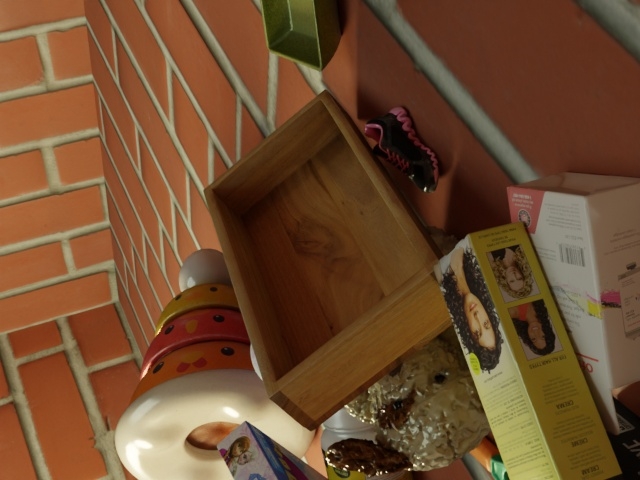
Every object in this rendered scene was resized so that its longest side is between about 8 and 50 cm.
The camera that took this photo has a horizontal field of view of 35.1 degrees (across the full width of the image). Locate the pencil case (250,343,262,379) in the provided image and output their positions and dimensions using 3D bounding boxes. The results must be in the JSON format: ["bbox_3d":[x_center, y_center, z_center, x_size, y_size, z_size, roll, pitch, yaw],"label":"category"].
[{"bbox_3d":[0.011,0.149,1.362,0.124,0.113,0.273,58,150,-9],"label":"pencil case"}]

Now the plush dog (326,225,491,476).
[{"bbox_3d":[0.100,0.152,1.093,0.210,0.262,0.225,47,-170,-35],"label":"plush dog"}]

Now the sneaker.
[{"bbox_3d":[0.087,-0.095,1.119,0.119,0.057,0.047,60,154,33],"label":"sneaker"}]

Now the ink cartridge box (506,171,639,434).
[{"bbox_3d":[0.224,0.048,0.839,0.115,0.067,0.198,-161,59,-67],"label":"ink cartridge box"}]

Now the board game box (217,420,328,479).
[{"bbox_3d":[0.016,0.449,1.484,0.318,0.066,0.319,45,-176,-42],"label":"board game box"}]

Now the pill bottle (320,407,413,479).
[{"bbox_3d":[0.065,0.310,1.402,0.119,0.119,0.208,-162,59,-67],"label":"pill bottle"}]

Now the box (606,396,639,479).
[{"bbox_3d":[0.290,0.327,0.859,0.242,0.076,0.307,-136,36,-56],"label":"box"}]

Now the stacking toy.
[{"bbox_3d":[-0.212,0.201,1.896,0.351,0.350,0.480,94,167,-45],"label":"stacking toy"}]

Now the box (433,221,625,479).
[{"bbox_3d":[0.169,0.108,0.839,0.087,0.058,0.232,123,130,-64],"label":"box"}]

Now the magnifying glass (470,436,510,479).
[{"bbox_3d":[0.207,0.258,1.113,0.231,0.026,0.092,-138,37,-58],"label":"magnifying glass"}]

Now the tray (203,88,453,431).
[{"bbox_3d":[0.000,0.000,1.105,0.076,0.203,0.411,46,-170,-32],"label":"tray"}]

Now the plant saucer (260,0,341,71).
[{"bbox_3d":[-0.028,-0.322,1.275,0.188,0.045,0.188,-144,42,-60],"label":"plant saucer"}]
